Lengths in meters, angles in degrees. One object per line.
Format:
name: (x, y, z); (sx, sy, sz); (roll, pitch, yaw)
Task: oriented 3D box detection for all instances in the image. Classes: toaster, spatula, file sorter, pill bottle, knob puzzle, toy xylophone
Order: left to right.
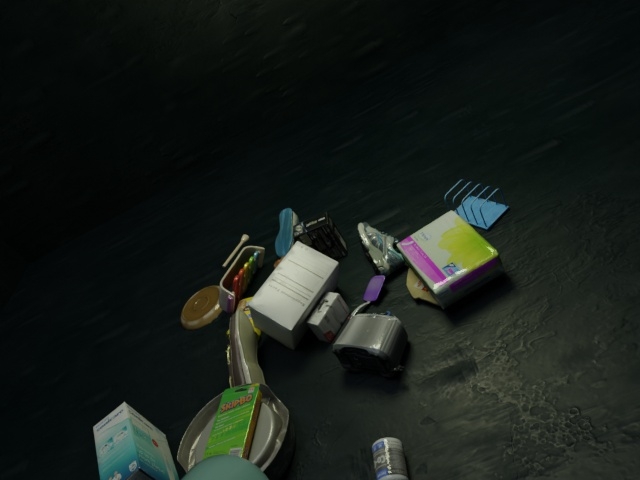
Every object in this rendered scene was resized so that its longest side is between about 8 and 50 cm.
toy xylophone: (-0.316, 0.128, 1.988); (0.081, 0.236, 0.322); (19, 49, 7)
spatula: (0.120, 0.236, 1.658); (0.296, 0.030, 0.084); (-52, 20, -21)
toaster: (0.156, 0.302, 1.468); (0.227, 0.129, 0.146); (-3, 41, 39)
pill bottle: (0.167, 0.547, 1.191); (0.078, 0.078, 0.137); (-23, 34, 14)
knob puzzle: (0.361, 0.123, 1.615); (0.213, 0.030, 0.213); (-22, 36, 17)
file sorter: (0.531, -0.128, 1.730); (0.118, 0.104, 0.170); (-43, 35, -14)

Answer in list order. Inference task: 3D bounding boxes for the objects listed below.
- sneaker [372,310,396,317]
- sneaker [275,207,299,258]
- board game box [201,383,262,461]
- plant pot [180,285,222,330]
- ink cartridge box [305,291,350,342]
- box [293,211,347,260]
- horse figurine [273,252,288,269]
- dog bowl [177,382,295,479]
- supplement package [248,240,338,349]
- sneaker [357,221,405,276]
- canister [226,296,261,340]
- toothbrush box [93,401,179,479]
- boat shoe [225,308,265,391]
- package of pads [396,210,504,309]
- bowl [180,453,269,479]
sneaker: (0.169, 0.253, 1.581); (0.135, 0.058, 0.052); (-22, 35, 16)
sneaker: (-0.131, -0.022, 2.156); (0.088, 0.092, 0.228); (-8, 60, 29)
board game box: (-0.242, 0.518, 1.398); (0.124, 0.039, 0.259); (-15, 36, 18)
plant pot: (-0.496, 0.273, 2.119); (0.236, 0.032, 0.236); (-22, 35, 17)
ink cartridge box: (0.027, 0.252, 1.661); (0.056, 0.099, 0.135); (5, 47, 44)
box: (0.000, 0.000, 1.929); (0.148, 0.180, 0.077); (-23, 37, 15)
horse figurine: (-0.119, 0.121, 1.970); (0.175, 0.066, 0.263); (-33, 37, 19)
dog bowl: (-0.228, 0.578, 1.430); (0.349, 0.102, 0.348); (-19, 32, 12)
supplement package: (-0.085, 0.186, 1.717); (0.175, 0.177, 0.293); (28, 61, 17)
sneaker: (0.219, 0.023, 1.815); (0.122, 0.110, 0.283); (-21, 41, -3)
canister: (-0.268, 0.294, 1.872); (0.126, 0.073, 0.169); (-17, 35, 22)
toothbrush box: (-0.544, 0.662, 1.500); (0.126, 0.216, 0.295); (-39, 33, -11)
boat shoe: (-0.266, 0.382, 1.679); (0.097, 0.116, 0.324); (-30, 53, 15)
package of pads: (0.398, 0.047, 1.562); (0.229, 0.101, 0.296); (-32, 34, 1)
bowl: (-0.261, 0.675, 1.170); (0.312, 0.163, 0.311); (-5, 76, 20)
